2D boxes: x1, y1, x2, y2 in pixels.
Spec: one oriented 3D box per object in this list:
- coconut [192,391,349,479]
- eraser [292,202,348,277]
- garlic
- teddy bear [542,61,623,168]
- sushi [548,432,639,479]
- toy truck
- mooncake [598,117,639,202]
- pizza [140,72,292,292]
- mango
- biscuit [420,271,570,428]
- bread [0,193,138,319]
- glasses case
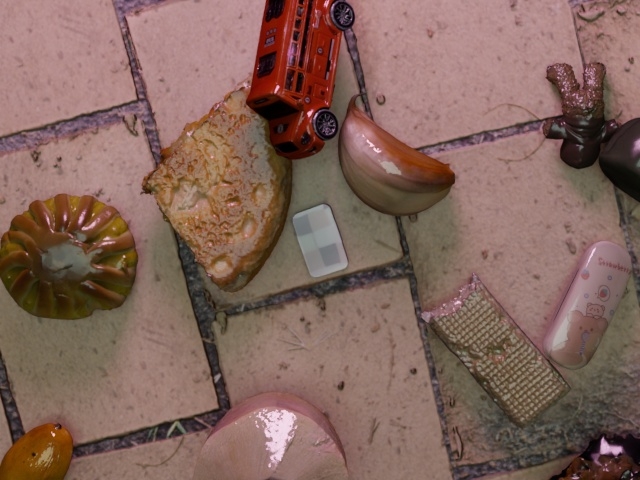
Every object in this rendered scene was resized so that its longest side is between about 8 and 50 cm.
[{"bbox_3d":[-0.072,0.350,1.674,0.239,0.244,0.239,0,96,2],"label":"coconut"},{"bbox_3d":[0.000,0.000,1.747,0.065,0.026,0.105,-19,95,7],"label":"eraser"},{"bbox_3d":[0.092,-0.113,1.690,0.206,0.115,0.128,42,102,1],"label":"garlic"},{"bbox_3d":[0.390,-0.186,1.686,0.119,0.078,0.160,-3,94,-1],"label":"teddy bear"},{"bbox_3d":[0.445,0.418,1.671,0.225,0.219,0.238,21,95,4],"label":"sushi"},{"bbox_3d":[-0.035,-0.249,1.642,0.114,0.107,0.253,17,76,-33],"label":"toy truck"},{"bbox_3d":[0.490,-0.103,1.640,0.168,0.175,0.104,42,91,-21],"label":"mooncake"},{"bbox_3d":[-0.155,-0.089,1.713,0.226,0.086,0.335,5,96,-1],"label":"pizza"},{"bbox_3d":[-0.453,0.363,1.779,0.098,0.075,0.190,35,103,5],"label":"mango"},{"bbox_3d":[0.268,0.171,1.733,0.108,0.062,0.239,-40,92,5],"label":"biscuit"},{"bbox_3d":[-0.386,0.026,1.729,0.213,0.105,0.213,0,93,4],"label":"bread"},{"bbox_3d":[0.403,0.098,1.713,0.081,0.051,0.204,26,84,-8],"label":"glasses case"}]
